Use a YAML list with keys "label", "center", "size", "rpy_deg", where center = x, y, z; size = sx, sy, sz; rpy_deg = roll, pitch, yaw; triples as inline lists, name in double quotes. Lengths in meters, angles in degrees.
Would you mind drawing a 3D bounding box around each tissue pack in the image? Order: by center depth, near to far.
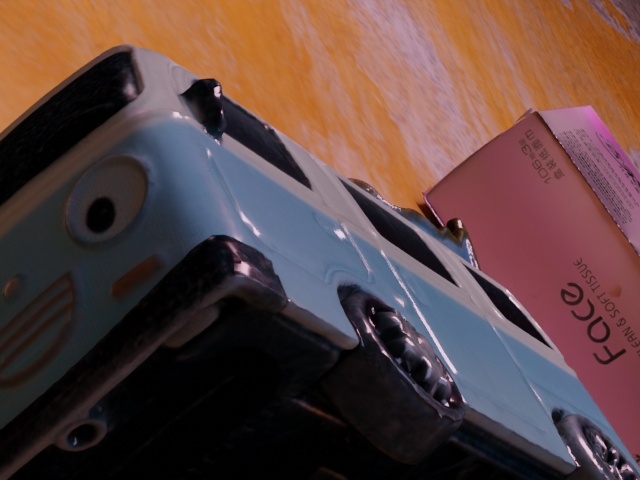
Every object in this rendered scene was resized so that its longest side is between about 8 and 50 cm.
- label: "tissue pack"
  center: [0.185, 0.042, 1.064]
  size: [0.246, 0.092, 0.148]
  rpy_deg: [55, 21, 9]

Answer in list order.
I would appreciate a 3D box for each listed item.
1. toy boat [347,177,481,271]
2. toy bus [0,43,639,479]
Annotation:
- label: "toy boat"
  center: [0.000, 0.000, 0.757]
  size: [0.185, 0.075, 0.077]
  rpy_deg: [15, 44, -53]
- label: "toy bus"
  center: [-0.014, 0.047, 0.569]
  size: [0.271, 0.133, 0.165]
  rpy_deg: [33, 22, -48]
